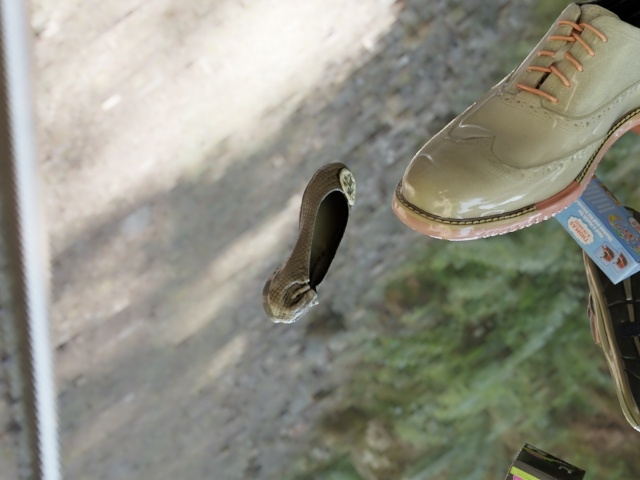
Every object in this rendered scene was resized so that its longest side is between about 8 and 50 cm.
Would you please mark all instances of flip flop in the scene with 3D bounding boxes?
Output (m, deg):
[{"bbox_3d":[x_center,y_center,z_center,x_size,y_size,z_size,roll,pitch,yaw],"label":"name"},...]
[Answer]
[{"bbox_3d":[0.357,0.092,1.909,0.112,0.277,0.080,-3,165,-25],"label":"flip flop"}]

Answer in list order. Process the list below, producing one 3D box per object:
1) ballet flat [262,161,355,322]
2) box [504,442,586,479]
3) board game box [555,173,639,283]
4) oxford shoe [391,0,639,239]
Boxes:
[{"bbox_3d":[0.000,0.000,1.960,0.058,0.084,0.250,-9,-141,35],"label":"ballet flat"},{"bbox_3d":[0.192,0.218,1.424,0.052,0.062,0.083,-68,168,9],"label":"box"},{"bbox_3d":[0.266,-0.051,1.715,0.039,0.211,0.160,-44,169,18],"label":"board game box"},{"bbox_3d":[0.209,-0.138,1.469,0.397,0.140,0.146,-36,141,-33],"label":"oxford shoe"}]
